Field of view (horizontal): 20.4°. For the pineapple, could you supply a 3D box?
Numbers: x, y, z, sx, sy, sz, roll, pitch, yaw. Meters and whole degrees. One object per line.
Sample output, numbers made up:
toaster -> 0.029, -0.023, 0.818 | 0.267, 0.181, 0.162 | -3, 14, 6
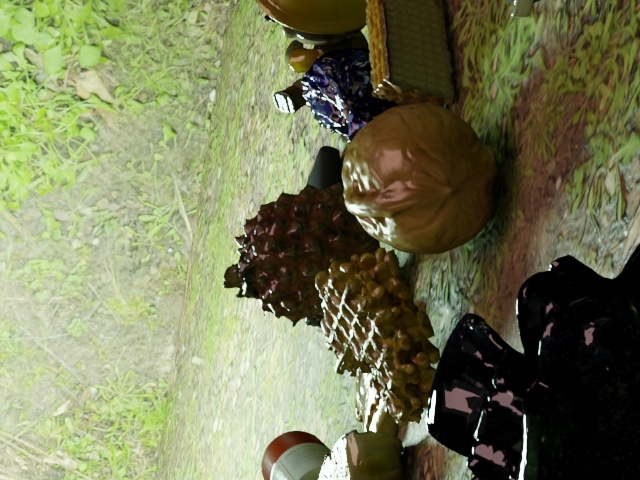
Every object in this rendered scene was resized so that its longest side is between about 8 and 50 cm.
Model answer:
pineapple -> -0.026, 0.022, 2.118 | 0.166, 0.193, 0.166 | 162, 90, -79

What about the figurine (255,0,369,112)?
figurine -> 0.011, -0.302, 2.404 | 0.167, 0.192, 0.256 | 21, 128, 51

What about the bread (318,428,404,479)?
bread -> 0.050, 0.273, 2.010 | 0.094, 0.083, 0.157 | -100, 20, -47

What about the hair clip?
hair clip -> 0.192, 0.134, 1.188 | 0.194, 0.206, 0.310 | -115, 36, -66

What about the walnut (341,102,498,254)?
walnut -> 0.104, -0.064, 1.847 | 0.207, 0.159, 0.159 | -160, 79, -71

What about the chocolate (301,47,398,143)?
chocolate -> 0.063, -0.139, 2.142 | 0.148, 0.126, 0.343 | -63, 19, 18

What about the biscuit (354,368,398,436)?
biscuit -> 0.070, 0.130, 2.131 | 0.248, 0.035, 0.184 | -95, 19, -49

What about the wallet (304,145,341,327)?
wallet -> 0.000, 0.000, 2.512 | 0.149, 0.044, 0.250 | 109, 164, -52

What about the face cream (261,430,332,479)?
face cream -> -0.011, 0.305, 2.230 | 0.214, 0.096, 0.095 | -153, 72, -77

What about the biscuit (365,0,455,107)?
biscuit -> 0.102, -0.293, 2.143 | 0.054, 0.094, 0.378 | 119, 156, -43

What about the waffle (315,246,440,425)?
waffle -> 0.063, 0.110, 1.935 | 0.193, 0.070, 0.197 | -11, 100, 69

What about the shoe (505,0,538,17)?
shoe -> 0.194, -0.352, 1.731 | 0.159, 0.124, 0.316 | 106, 167, -57
